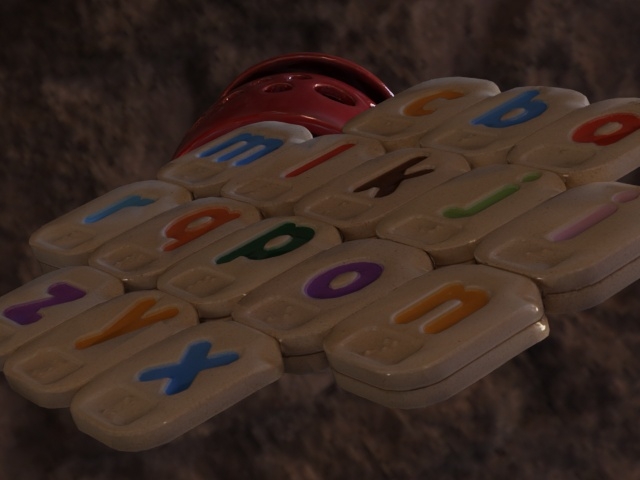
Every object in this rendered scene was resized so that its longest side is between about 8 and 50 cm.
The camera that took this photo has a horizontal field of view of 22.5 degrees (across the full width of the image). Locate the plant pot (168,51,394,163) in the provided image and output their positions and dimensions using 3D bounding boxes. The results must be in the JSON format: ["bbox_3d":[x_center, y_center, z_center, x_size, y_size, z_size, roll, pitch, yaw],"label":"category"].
[{"bbox_3d":[-0.020,-0.040,1.217,0.191,0.174,0.191,2,-64,4],"label":"plant pot"}]

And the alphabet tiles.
[{"bbox_3d":[0.000,0.000,0.648,0.278,0.284,0.021,-30,-65,-28],"label":"alphabet tiles"}]
